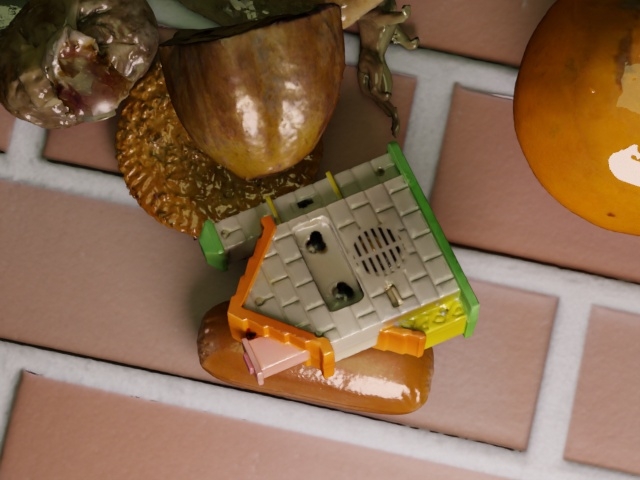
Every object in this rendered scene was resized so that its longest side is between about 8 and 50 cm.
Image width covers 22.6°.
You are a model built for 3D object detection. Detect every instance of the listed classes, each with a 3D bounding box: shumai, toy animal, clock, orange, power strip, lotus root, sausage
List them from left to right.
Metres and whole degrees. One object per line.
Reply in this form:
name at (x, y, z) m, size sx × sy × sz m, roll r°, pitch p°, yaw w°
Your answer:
power strip at (-0.358, -0.281, 1.925) m, size 0.136 × 0.019 × 0.050 m, roll -15°, pitch 87°, yaw -1°
shumai at (-0.290, -0.212, 1.849) m, size 0.210 × 0.153 × 0.161 m, roll -20°, pitch 104°, yaw 3°
lotus root at (-0.061, -0.167, 1.794) m, size 0.199 × 0.188 × 0.180 m, roll -21°, pitch 102°, yaw -22°
sausage at (-0.006, 0.135, 1.845) m, size 0.274 × 0.105 × 0.105 m, roll 10°, pitch 85°, yaw 2°
clock at (0.014, 0.042, 1.781) m, size 0.255 × 0.106 × 0.219 m, roll -22°, pitch 69°, yaw -8°
toy animal at (0.079, -0.229, 1.896) m, size 0.086 × 0.069 × 0.219 m, roll -12°, pitch 79°, yaw 20°
orange at (0.367, -0.156, 1.770) m, size 0.312 × 0.312 × 0.312 m, roll 0°, pitch 85°, yaw 1°

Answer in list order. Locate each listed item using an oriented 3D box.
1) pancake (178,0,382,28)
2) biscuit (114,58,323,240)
pancake at (-0.056, -0.401, 1.819) m, size 0.387 × 0.082 × 0.386 m, roll 8°, pitch 117°, yaw 15°
biscuit at (-0.119, -0.121, 1.882) m, size 0.254 × 0.035 × 0.253 m, roll -1°, pitch 76°, yaw 5°
